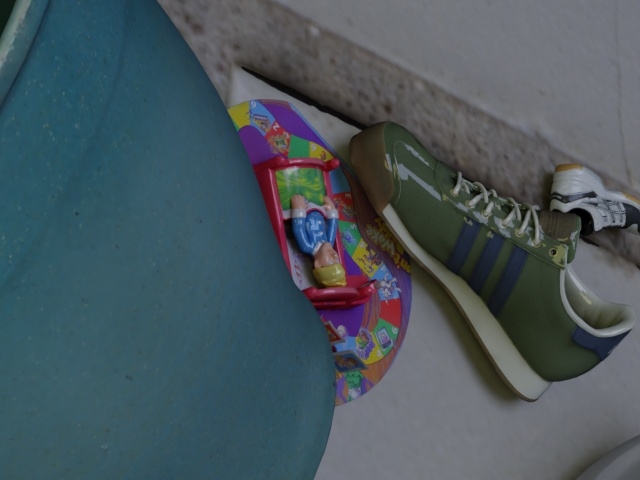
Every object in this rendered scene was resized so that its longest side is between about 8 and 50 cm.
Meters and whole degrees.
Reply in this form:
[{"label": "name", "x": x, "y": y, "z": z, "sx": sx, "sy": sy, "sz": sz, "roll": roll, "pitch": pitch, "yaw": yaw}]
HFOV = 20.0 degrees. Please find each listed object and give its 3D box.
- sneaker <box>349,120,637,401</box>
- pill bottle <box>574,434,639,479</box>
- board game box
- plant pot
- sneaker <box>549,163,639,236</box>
[{"label": "sneaker", "x": 0.104, "y": -0.002, "z": 1.008, "sx": 0.192, "sy": 0.086, "sz": 0.064, "roll": 53, "pitch": 26, "yaw": -18}, {"label": "pill bottle", "x": 0.267, "y": 0.260, "z": 1.011, "sx": 0.181, "sy": 0.181, "sz": 0.323, "roll": -34, "pitch": 99, "yaw": -45}, {"label": "board game box", "x": 0.000, "y": 0.000, "z": 0.954, "sx": 0.169, "sy": 0.033, "sz": 0.133, "roll": 48, "pitch": 48, "yaw": -22}, {"label": "plant pot", "x": -0.133, "y": 0.017, "z": 0.673, "sx": 0.255, "sy": 0.271, "sz": 0.272, "roll": 47, "pitch": 46, "yaw": -42}, {"label": "sneaker", "x": 0.173, "y": -0.016, "z": 1.136, "sx": 0.083, "sy": 0.032, "sz": 0.037, "roll": 26, "pitch": 72, "yaw": -30}]
